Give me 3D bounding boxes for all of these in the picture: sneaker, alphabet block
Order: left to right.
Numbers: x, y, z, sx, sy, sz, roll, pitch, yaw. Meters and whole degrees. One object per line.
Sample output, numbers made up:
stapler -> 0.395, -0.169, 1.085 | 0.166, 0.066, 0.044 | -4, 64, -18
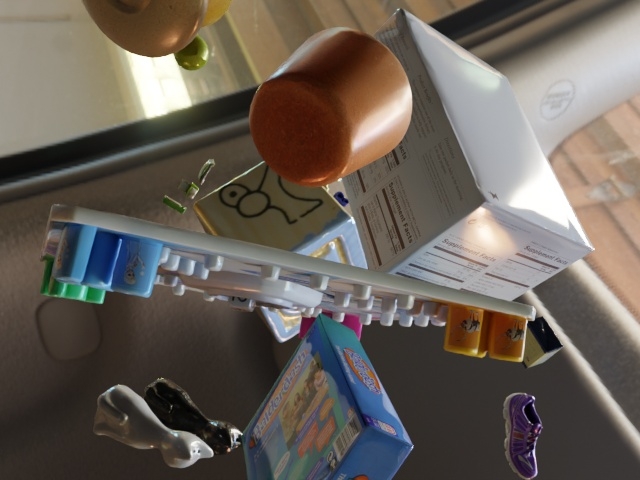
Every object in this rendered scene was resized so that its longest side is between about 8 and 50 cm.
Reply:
alphabet block -> -0.059, 0.008, 1.151 | 0.192, 0.193, 0.197 | -31, -128, -11
sneaker -> 0.413, 0.393, 1.440 | 0.068, 0.071, 0.170 | 3, -103, -37

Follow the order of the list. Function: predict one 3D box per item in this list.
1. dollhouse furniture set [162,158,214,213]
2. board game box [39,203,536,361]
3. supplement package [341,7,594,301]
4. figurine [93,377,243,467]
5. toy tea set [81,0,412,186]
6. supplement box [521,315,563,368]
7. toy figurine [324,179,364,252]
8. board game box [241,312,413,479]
dollhouse furniture set -> -0.317, -0.143, 1.732 | 0.058, 0.152, 0.076 | 32, -176, -11
board game box -> -0.069, 0.058, 0.695 | 0.390, 0.390, 0.050 | 13, -101, -21
supplement package -> 0.140, -0.080, 0.781 | 0.204, 0.145, 0.262 | 17, -133, -40
figurine -> -0.253, 0.324, 1.240 | 0.209, 0.092, 0.215 | 20, -178, 22
toy tea set -> -0.027, -0.193, 0.348 | 0.200, 0.336, 0.124 | 14, -145, 25
supplement box -> 0.482, 0.230, 1.610 | 0.056, 0.083, 0.083 | -10, -121, -31
toy figurine -> 0.000, 0.000, 1.686 | 0.191, 0.217, 0.362 | 43, -129, 0
board game box -> -0.006, 0.178, 0.637 | 0.047, 0.160, 0.210 | 28, -169, -18
